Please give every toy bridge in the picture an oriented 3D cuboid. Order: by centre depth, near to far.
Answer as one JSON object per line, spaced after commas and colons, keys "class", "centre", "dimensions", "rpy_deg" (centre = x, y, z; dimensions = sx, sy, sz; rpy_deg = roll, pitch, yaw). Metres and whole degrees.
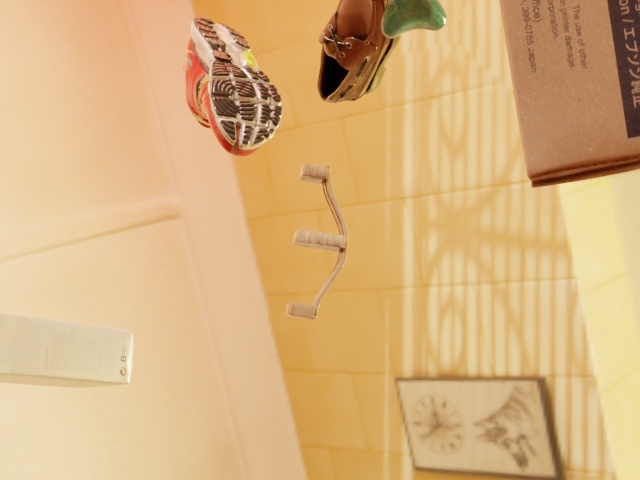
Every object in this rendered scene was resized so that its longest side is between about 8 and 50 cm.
{"class": "toy bridge", "centre": [0.000, 0.000, 1.143], "dimensions": [0.063, 0.026, 0.188], "rpy_deg": [9, -104, -12]}

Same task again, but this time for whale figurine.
{"class": "whale figurine", "centre": [0.126, -0.439, 1.432], "dimensions": [0.216, 0.141, 0.272], "rpy_deg": [-9, -77, -6]}

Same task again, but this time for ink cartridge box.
{"class": "ink cartridge box", "centre": [0.170, -0.134, 0.543], "dimensions": [0.234, 0.088, 0.193], "rpy_deg": [-11, -89, -63]}

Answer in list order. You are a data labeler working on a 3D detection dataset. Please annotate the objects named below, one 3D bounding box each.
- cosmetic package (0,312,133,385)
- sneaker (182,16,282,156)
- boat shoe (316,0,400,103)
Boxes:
{"class": "cosmetic package", "centre": [-0.384, 0.155, 1.340], "dimensions": [0.231, 0.117, 0.085], "rpy_deg": [18, -113, -50]}
{"class": "sneaker", "centre": [-0.133, -0.195, 1.358], "dimensions": [0.107, 0.118, 0.279], "rpy_deg": [10, -142, -26]}
{"class": "boat shoe", "centre": [0.057, -0.331, 1.632], "dimensions": [0.104, 0.307, 0.111], "rpy_deg": [-27, -116, -18]}
